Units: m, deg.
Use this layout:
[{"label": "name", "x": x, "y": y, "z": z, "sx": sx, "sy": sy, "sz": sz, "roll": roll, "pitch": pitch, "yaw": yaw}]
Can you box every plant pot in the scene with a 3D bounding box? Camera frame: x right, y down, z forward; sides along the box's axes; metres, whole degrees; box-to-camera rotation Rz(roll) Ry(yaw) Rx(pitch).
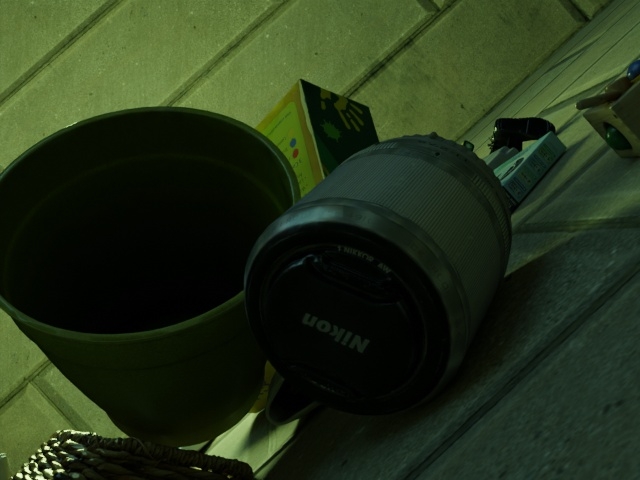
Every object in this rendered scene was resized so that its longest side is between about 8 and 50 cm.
[{"label": "plant pot", "x": -0.203, "y": 0.079, "z": 1.046, "sx": 0.366, "sy": 0.367, "sz": 0.352, "roll": -44, "pitch": -29, "yaw": -31}]

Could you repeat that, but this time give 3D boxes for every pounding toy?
[{"label": "pounding toy", "x": 0.353, "y": -0.156, "z": 0.907, "sx": 0.141, "sy": 0.100, "sz": 0.130, "roll": -42, "pitch": 2, "yaw": 4}]

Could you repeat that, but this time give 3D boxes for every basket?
[{"label": "basket", "x": -0.267, "y": 0.319, "z": 1.092, "sx": 0.223, "sy": 0.213, "sz": 0.299, "roll": -44, "pitch": 3, "yaw": -26}]

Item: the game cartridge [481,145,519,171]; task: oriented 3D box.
[{"label": "game cartridge", "x": 0.266, "y": -0.081, "z": 1.604, "sx": 0.196, "sy": 0.060, "sz": 0.294, "roll": -39, "pitch": 1, "yaw": -13}]

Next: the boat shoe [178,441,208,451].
[{"label": "boat shoe", "x": -0.258, "y": 0.356, "z": 1.630, "sx": 0.108, "sy": 0.102, "sz": 0.301, "roll": -41, "pitch": 2, "yaw": 20}]

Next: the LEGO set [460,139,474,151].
[{"label": "LEGO set", "x": 0.190, "y": -0.062, "z": 1.424, "sx": 0.244, "sy": 0.060, "sz": 0.182, "roll": -58, "pitch": 7, "yaw": 23}]

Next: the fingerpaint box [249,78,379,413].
[{"label": "fingerpaint box", "x": -0.069, "y": 0.027, "z": 1.345, "sx": 0.163, "sy": 0.371, "sz": 0.445, "roll": 14, "pitch": -41, "yaw": -37}]

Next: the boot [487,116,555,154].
[{"label": "boot", "x": 0.382, "y": -0.191, "z": 1.556, "sx": 0.099, "sy": 0.121, "sz": 0.045, "roll": 78, "pitch": -160, "yaw": -61}]

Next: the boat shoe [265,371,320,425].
[{"label": "boat shoe", "x": 0.020, "y": 0.153, "z": 1.074, "sx": 0.258, "sy": 0.095, "sz": 0.084, "roll": -52, "pitch": 3, "yaw": 21}]

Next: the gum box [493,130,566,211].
[{"label": "gum box", "x": 0.291, "y": -0.082, "z": 1.307, "sx": 0.184, "sy": 0.041, "sz": 0.157, "roll": -45, "pitch": 3, "yaw": -31}]

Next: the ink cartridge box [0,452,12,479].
[{"label": "ink cartridge box", "x": -0.483, "y": 0.458, "z": 1.165, "sx": 0.117, "sy": 0.278, "sz": 0.201, "roll": -10, "pitch": -11, "yaw": -23}]

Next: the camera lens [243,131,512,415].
[{"label": "camera lens", "x": 0.068, "y": 0.026, "z": 0.827, "sx": 0.219, "sy": 0.219, "sz": 0.274, "roll": -41, "pitch": 3, "yaw": 35}]
